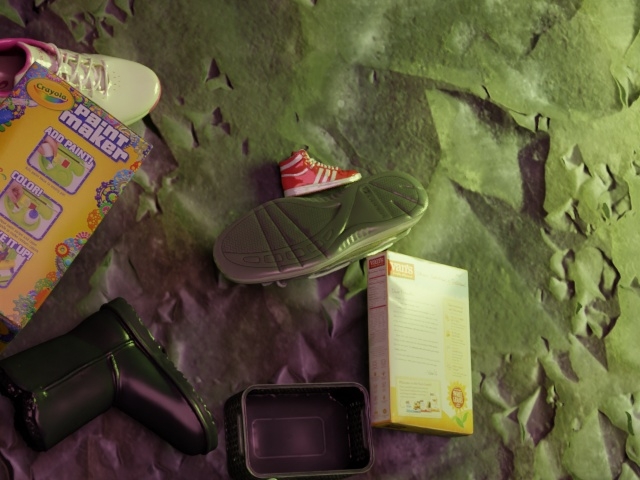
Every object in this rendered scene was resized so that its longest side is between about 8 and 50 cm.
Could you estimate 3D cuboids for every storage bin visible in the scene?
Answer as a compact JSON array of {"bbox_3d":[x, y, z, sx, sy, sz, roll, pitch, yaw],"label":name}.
[{"bbox_3d":[-0.030,0.257,2.018,0.180,0.084,0.122,0,76,-20],"label":"storage bin"}]

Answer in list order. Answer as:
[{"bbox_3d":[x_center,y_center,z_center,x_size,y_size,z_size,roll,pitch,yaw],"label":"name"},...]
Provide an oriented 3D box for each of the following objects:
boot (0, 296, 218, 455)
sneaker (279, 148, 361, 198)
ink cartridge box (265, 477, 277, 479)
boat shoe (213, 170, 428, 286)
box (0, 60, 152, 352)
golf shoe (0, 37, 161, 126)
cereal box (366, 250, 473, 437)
[{"bbox_3d":[-0.276,0.215,1.926,0.207,0.094,0.246,-33,82,-29],"label":"boot"},{"bbox_3d":[-0.002,-0.101,2.151,0.118,0.042,0.067,-13,84,-22],"label":"sneaker"},{"bbox_3d":[-0.088,0.421,1.838,0.121,0.289,0.211,-37,91,-28],"label":"ink cartridge box"},{"bbox_3d":[0.000,-0.002,2.094,0.320,0.103,0.118,-22,62,-25],"label":"boat shoe"},{"bbox_3d":[-0.381,-0.021,1.846,0.177,0.290,0.279,36,67,-8],"label":"box"},{"bbox_3d":[-0.349,-0.205,1.995,0.306,0.140,0.115,-3,75,-23],"label":"golf shoe"},{"bbox_3d":[0.138,0.145,2.103,0.173,0.047,0.240,15,67,-42],"label":"cereal box"}]
